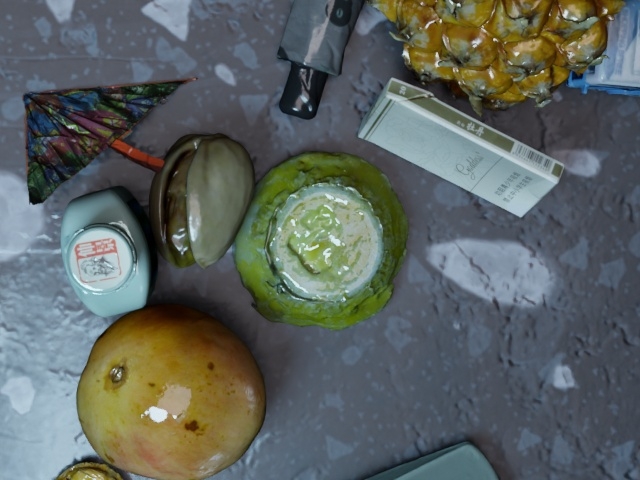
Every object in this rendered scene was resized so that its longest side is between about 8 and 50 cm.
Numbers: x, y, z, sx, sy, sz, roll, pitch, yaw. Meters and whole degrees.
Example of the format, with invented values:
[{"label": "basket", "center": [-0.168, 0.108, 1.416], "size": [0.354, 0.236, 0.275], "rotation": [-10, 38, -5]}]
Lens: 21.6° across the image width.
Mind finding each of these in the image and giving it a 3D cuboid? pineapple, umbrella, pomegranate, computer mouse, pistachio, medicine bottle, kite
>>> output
[{"label": "pineapple", "center": [0.176, -0.293, 1.597], "size": [0.209, 0.286, 0.344], "rotation": [-7, 94, -33]}, {"label": "umbrella", "center": [0.024, -0.288, 1.725], "size": [0.073, 0.067, 0.337], "rotation": [15, 94, -46]}, {"label": "pomegranate", "center": [-0.147, 0.158, 1.690], "size": [0.191, 0.191, 0.191], "rotation": [0, 94, -3]}, {"label": "computer mouse", "center": [0.089, 0.300, 1.766], "size": [0.231, 0.079, 0.128], "rotation": [-20, 97, -17]}, {"label": "pistachio", "center": [-0.122, -0.043, 1.711], "size": [0.113, 0.113, 0.149], "rotation": [15, 80, -3]}, {"label": "medicine bottle", "center": [-0.207, 0.011, 1.654], "size": [0.083, 0.229, 0.121], "rotation": [-14, 94, -3]}, {"label": "kite", "center": [-0.229, -0.116, 1.715], "size": [0.189, 0.009, 0.232], "rotation": [30, 58, 24]}]

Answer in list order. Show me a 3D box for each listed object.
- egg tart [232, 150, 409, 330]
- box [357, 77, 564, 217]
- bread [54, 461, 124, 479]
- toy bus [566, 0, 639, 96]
[{"label": "egg tart", "center": [0.000, 0.000, 1.739], "size": [0.197, 0.078, 0.197], "rotation": [0, 91, -2]}, {"label": "box", "center": [0.142, -0.094, 1.723], "size": [0.198, 0.109, 0.029], "rotation": [27, 67, -4]}, {"label": "bread", "center": [-0.251, 0.282, 1.762], "size": [0.111, 0.044, 0.083], "rotation": [-44, 93, 3]}, {"label": "toy bus", "center": [0.410, -0.189, 1.717], "size": [0.297, 0.131, 0.106], "rotation": [5, 93, -4]}]
